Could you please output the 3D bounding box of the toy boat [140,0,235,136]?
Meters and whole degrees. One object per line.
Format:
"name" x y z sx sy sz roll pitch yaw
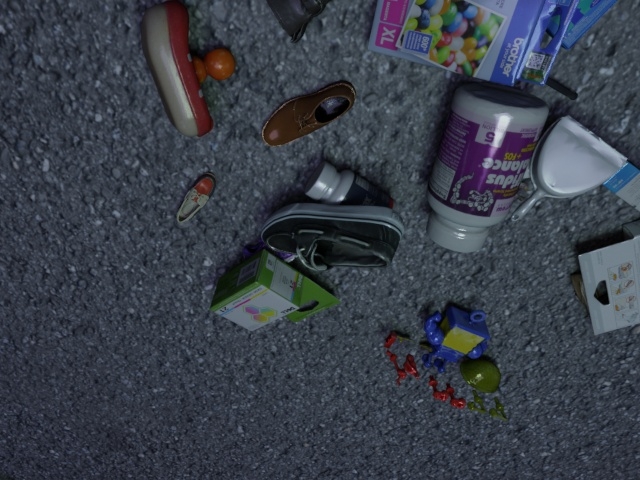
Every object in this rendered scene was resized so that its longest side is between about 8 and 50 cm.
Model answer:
"toy boat" -0.231 -0.318 0.845 0.151 0.151 0.231 -24 124 -17

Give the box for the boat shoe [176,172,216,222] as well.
"boat shoe" -0.281 -0.095 1.030 0.049 0.043 0.137 37 117 -16

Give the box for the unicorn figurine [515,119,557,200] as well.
"unicorn figurine" 0.433 -0.148 0.932 0.161 0.060 0.111 -30 116 21

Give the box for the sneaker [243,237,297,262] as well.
"sneaker" -0.109 0.018 1.078 0.169 0.068 0.071 -17 114 15

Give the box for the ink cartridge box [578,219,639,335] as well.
"ink cartridge box" 0.733 0.082 1.061 0.238 0.060 0.275 -19 120 17

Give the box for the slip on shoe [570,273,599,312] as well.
"slip on shoe" 0.644 0.130 1.111 0.041 0.051 0.135 8 145 48

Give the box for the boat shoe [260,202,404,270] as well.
"boat shoe" 0.000 0.000 0.921 0.335 0.119 0.121 -4 140 36

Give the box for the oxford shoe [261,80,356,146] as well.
"oxford shoe" -0.030 -0.242 0.898 0.212 0.076 0.076 -25 119 21

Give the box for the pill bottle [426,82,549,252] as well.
"pill bottle" 0.303 -0.133 0.888 0.169 0.169 0.302 8 123 -1

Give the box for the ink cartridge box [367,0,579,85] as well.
"ink cartridge box" 0.246 -0.374 0.750 0.310 0.065 0.186 19 124 11

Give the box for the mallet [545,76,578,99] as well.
"mallet" 0.400 -0.312 0.850 0.189 0.062 0.039 17 125 -24

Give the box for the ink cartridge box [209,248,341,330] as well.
"ink cartridge box" -0.103 0.153 1.102 0.255 0.097 0.188 36 133 -28

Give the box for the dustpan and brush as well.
"dustpan and brush" 0.450 -0.115 0.890 0.147 0.060 0.211 38 110 4

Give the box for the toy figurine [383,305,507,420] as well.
"toy figurine" 0.369 0.274 1.144 0.362 0.191 0.217 23 117 -12

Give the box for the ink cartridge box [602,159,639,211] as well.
"ink cartridge box" 0.628 -0.110 0.916 0.180 0.104 0.060 29 120 -14

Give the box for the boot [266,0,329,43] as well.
"boot" -0.026 -0.487 0.729 0.228 0.091 0.263 -17 104 30

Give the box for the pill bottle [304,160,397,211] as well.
"pill bottle" 0.062 -0.086 0.972 0.180 0.108 0.108 31 120 -15

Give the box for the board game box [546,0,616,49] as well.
"board game box" 0.396 -0.449 0.748 0.210 0.047 0.160 34 120 -17
